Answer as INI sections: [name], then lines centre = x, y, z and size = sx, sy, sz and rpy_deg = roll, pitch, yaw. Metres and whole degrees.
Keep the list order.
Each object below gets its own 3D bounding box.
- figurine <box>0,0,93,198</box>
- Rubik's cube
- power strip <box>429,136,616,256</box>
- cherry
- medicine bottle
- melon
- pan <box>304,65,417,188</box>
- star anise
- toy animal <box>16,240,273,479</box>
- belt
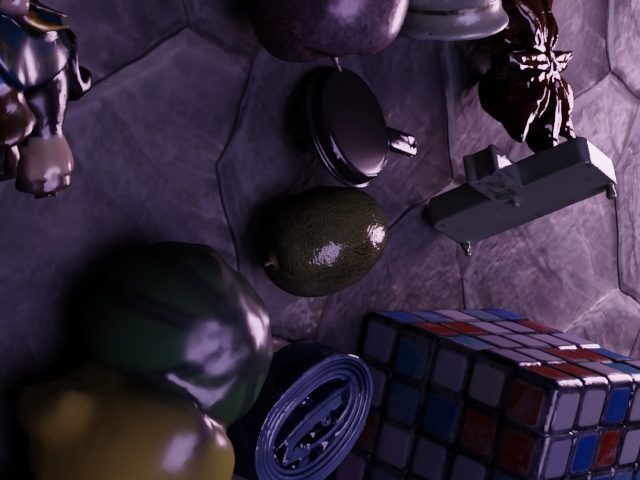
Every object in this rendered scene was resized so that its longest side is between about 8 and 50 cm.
[figurine]
centre = -0.255, -0.218, 0.950
size = 0.306, 0.241, 0.412
rpy_deg = 24, 85, -38
[Rubik's cube]
centre = 0.216, 0.256, 1.616
size = 0.293, 0.292, 0.287
rpy_deg = 3, 102, -47
[power strip]
centre = 0.223, -0.060, 1.566
size = 0.145, 0.215, 0.061
rpy_deg = 29, 46, -47
[cherry]
centre = 0.010, -0.253, 1.301
size = 0.176, 0.140, 0.176
rpy_deg = -6, 100, -34
[medicine bottle]
centre = 0.133, -0.293, 1.413
size = 0.147, 0.147, 0.143
rpy_deg = -25, 124, -40
[melon]
centre = 0.000, 0.000, 1.410
size = 0.167, 0.114, 0.114
rpy_deg = -21, 120, -40
[pan]
centre = 0.057, -0.120, 1.461
size = 0.235, 0.028, 0.136
rpy_deg = 6, 73, -58
[star anise]
centre = 0.241, -0.210, 1.619
size = 0.272, 0.102, 0.272
rpy_deg = 30, 56, -58
[toy animal]
centre = -0.159, 0.166, 1.239
size = 0.216, 0.191, 0.338
rpy_deg = 38, 76, -48
[belt]
centre = -0.025, 0.193, 1.481
size = 0.190, 0.082, 0.141
rpy_deg = -41, 128, -29
